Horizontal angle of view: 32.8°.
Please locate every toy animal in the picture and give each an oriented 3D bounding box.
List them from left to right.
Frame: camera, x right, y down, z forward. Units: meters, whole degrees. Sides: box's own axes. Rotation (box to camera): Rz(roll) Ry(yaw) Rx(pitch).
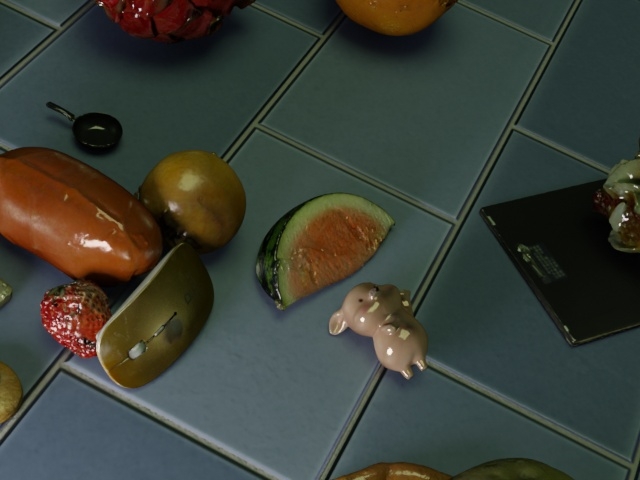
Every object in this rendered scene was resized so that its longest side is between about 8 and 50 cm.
[{"bbox_3d":[0.079,0.109,1.361,0.083,0.089,0.150,-4,44,-47],"label":"toy animal"}]

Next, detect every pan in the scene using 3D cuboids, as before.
[{"bbox_3d":[-0.330,-0.159,1.506,0.115,0.023,0.068,28,49,5],"label":"pan"}]

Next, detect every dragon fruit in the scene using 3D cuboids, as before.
[{"bbox_3d":[-0.229,-0.411,1.619,0.298,0.244,0.244,12,44,-36],"label":"dragon fruit"}]

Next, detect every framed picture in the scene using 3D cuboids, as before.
[{"bbox_3d":[0.430,0.014,1.577,0.338,0.014,0.255,-13,54,-25],"label":"framed picture"}]

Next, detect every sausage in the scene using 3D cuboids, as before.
[{"bbox_3d":[-0.307,-0.034,1.331,0.258,0.133,0.133,29,49,19],"label":"sausage"}]

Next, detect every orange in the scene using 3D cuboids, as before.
[{"bbox_3d":[0.124,-0.453,1.736,0.246,0.246,0.246,8,49,-9],"label":"orange"}]

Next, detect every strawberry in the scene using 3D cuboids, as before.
[{"bbox_3d":[-0.280,0.090,1.272,0.083,0.083,0.096,-18,80,-28],"label":"strawberry"}]

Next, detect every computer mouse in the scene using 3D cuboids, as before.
[{"bbox_3d":[-0.190,0.087,1.294,0.045,0.102,0.199,-2,35,37],"label":"computer mouse"}]

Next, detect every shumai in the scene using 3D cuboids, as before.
[{"bbox_3d":[0.505,-0.056,1.512,0.218,0.256,0.189,-26,22,-3],"label":"shumai"}]

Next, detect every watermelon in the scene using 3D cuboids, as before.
[{"bbox_3d":[-0.002,0.004,1.441,0.119,0.063,0.245,51,48,4],"label":"watermelon"}]

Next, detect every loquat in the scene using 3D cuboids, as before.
[{"bbox_3d":[-0.165,-0.051,1.384,0.141,0.141,0.141,8,49,-9],"label":"loquat"}]

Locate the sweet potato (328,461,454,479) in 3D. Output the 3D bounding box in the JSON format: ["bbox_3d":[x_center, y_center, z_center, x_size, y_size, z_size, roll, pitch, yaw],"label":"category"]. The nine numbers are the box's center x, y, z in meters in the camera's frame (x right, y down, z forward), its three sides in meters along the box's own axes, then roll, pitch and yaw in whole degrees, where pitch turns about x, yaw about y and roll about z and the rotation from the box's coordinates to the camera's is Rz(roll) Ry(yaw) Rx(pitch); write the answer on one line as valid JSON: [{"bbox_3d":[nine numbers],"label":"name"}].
[{"bbox_3d":[0.087,0.274,1.242,0.179,0.044,0.044,5,49,-13],"label":"sweet potato"}]

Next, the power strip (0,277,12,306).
[{"bbox_3d":[-0.454,0.036,1.302,0.169,0.028,0.076,36,51,13],"label":"power strip"}]

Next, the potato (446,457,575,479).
[{"bbox_3d":[0.190,0.329,1.151,0.235,0.160,0.178,-13,29,-8],"label":"potato"}]

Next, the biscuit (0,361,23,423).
[{"bbox_3d":[-0.450,0.163,1.191,0.240,0.035,0.158,1,52,-14],"label":"biscuit"}]
